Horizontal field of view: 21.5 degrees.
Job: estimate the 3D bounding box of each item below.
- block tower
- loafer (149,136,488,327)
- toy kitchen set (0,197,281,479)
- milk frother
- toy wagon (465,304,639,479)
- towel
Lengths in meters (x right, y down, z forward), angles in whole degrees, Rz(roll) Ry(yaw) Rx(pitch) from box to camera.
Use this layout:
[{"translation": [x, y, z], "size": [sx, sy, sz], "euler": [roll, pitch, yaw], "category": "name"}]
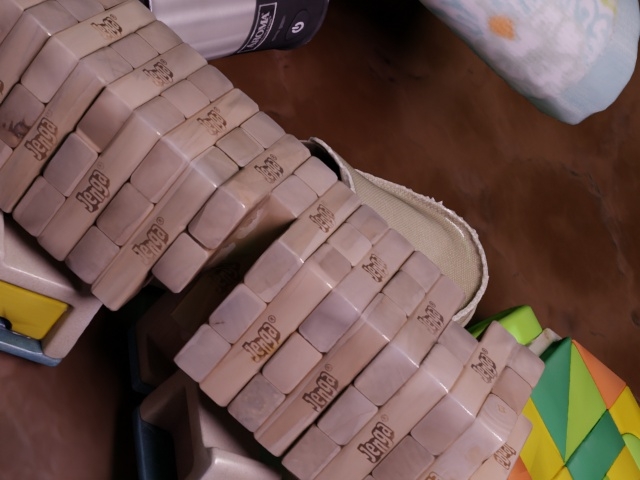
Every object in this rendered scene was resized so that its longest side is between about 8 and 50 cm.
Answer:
[{"translation": [-0.043, 0.002, 0.795], "size": [0.335, 0.091, 0.097], "euler": [42, 27, 2], "category": "block tower"}, {"translation": [0.000, 0.000, 0.934], "size": [0.268, 0.092, 0.102], "euler": [12, 65, -36], "category": "loafer"}, {"translation": [-0.119, 0.108, 0.799], "size": [0.166, 0.122, 0.207], "euler": [22, 39, -32], "category": "toy kitchen set"}, {"translation": [-0.085, -0.171, 0.946], "size": [0.134, 0.129, 0.143], "euler": [-17, 40, -43], "category": "milk frother"}, {"translation": [0.129, 0.187, 0.926], "size": [0.267, 0.068, 0.344], "euler": [62, 26, -1], "category": "toy wagon"}, {"translation": [0.033, -0.263, 0.987], "size": [0.320, 0.090, 0.374], "euler": [35, 27, -27], "category": "towel"}]
